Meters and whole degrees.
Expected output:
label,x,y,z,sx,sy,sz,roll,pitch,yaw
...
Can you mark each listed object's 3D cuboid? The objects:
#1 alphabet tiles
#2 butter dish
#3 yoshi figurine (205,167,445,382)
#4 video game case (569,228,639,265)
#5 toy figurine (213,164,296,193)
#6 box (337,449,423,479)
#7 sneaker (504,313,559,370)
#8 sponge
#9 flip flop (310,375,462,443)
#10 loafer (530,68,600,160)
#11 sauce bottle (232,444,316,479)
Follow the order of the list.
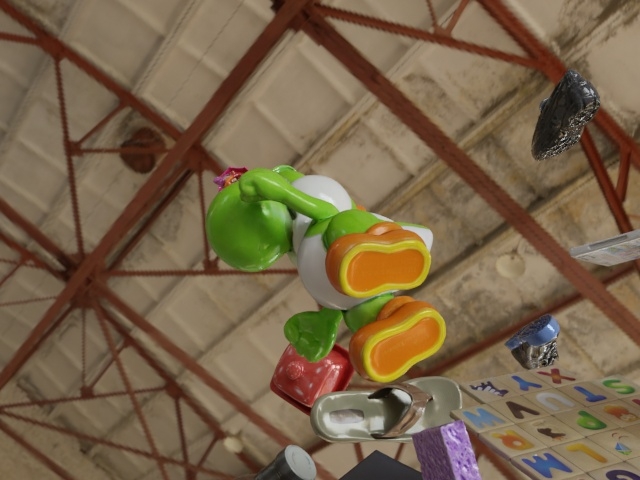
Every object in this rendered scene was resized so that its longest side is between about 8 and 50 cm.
label,x,y,z,sx,sy,sz,roll,pitch,yaw
alphabet tiles,0.331,0.227,0.971,0.342,0.285,0.011,31,-59,58
butter dish,-0.032,0.268,1.697,0.160,0.160,0.118,29,0,27
yoshi figurine,-0.023,0.016,0.941,0.203,0.362,0.204,29,-83,-29
video game case,0.540,0.013,1.472,0.143,0.019,0.157,-20,-21,39
toy figurine,-0.147,-0.099,1.631,0.159,0.173,0.130,15,-87,38
box,0.060,0.530,1.243,0.182,0.296,0.294,18,-64,34
sneaker,0.426,0.205,1.603,0.090,0.081,0.232,49,-8,9
sponge,0.150,0.299,0.877,0.117,0.031,0.210,124,-48,-71
flip flop,0.120,0.287,1.422,0.276,0.112,0.080,-1,-25,-17
loafer,0.400,-0.204,1.391,0.223,0.076,0.078,99,-28,-69
sauce bottle,-0.146,0.469,1.402,0.111,0.111,0.344,40,-70,-8
